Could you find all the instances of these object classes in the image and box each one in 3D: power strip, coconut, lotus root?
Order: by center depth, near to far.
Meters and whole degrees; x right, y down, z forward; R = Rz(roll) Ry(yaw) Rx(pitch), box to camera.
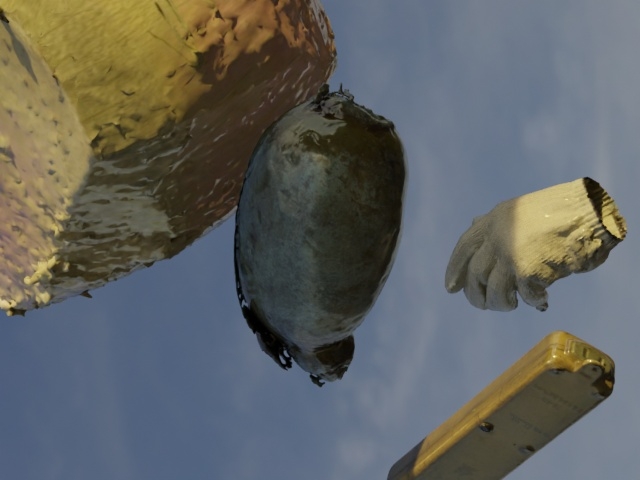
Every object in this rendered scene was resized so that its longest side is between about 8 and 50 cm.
[{"bbox_3d":[-0.002,0.001,0.795,0.088,0.088,0.165,-36,-35,-49],"label":"lotus root"},{"bbox_3d":[-0.178,-0.172,1.325,0.404,0.404,0.405,-8,-80,-56],"label":"coconut"},{"bbox_3d":[0.138,0.162,1.337,0.064,0.305,0.044,29,-136,-14],"label":"power strip"}]

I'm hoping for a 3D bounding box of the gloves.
[{"bbox_3d":[0.074,-0.001,0.548,0.037,0.081,0.044,25,-141,-25],"label":"gloves"}]
